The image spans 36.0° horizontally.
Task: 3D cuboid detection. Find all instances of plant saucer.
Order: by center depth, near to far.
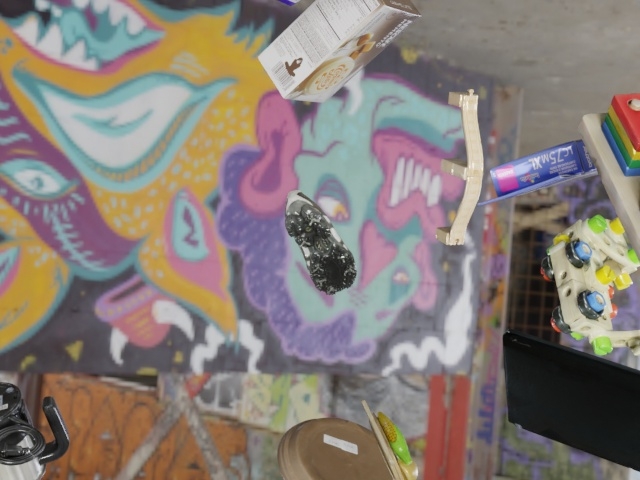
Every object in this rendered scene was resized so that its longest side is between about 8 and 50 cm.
[{"bbox_3d":[0.054,0.422,1.806,0.278,0.041,0.278,21,-152,-12],"label":"plant saucer"}]

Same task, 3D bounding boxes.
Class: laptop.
[{"bbox_3d":[0.331,0.165,1.034,0.234,0.136,0.264,18,-165,29],"label":"laptop"}]

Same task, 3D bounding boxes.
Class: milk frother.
[{"bbox_3d":[-0.411,0.284,1.312,0.129,0.134,0.143,-5,-147,5],"label":"milk frother"}]

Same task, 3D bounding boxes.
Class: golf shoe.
[{"bbox_3d":[0.000,0.000,1.540,0.077,0.198,0.094,-22,-139,2],"label":"golf shoe"}]

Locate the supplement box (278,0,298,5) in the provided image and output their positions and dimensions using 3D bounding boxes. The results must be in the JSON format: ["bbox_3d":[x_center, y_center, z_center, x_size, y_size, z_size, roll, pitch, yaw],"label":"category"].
[{"bbox_3d":[0.004,-0.431,1.350,0.220,0.111,0.114,-24,171,25],"label":"supplement box"}]

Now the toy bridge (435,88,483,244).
[{"bbox_3d":[0.168,-0.085,1.161,0.026,0.188,0.063,-2,-164,-21],"label":"toy bridge"}]

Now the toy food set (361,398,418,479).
[{"bbox_3d":[0.116,0.325,1.535,0.039,0.132,0.192,-24,145,-3],"label":"toy food set"}]

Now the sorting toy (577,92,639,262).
[{"bbox_3d":[0.499,-0.093,1.254,0.256,0.257,0.089,-5,142,-11],"label":"sorting toy"}]

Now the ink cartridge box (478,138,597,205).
[{"bbox_3d":[0.412,-0.126,1.578,0.311,0.065,0.186,-17,179,-35],"label":"ink cartridge box"}]

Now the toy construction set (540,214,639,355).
[{"bbox_3d":[0.488,0.089,1.661,0.215,0.151,0.327,22,-147,-30],"label":"toy construction set"}]

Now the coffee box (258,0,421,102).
[{"bbox_3d":[0.032,-0.354,1.708,0.246,0.098,0.141,-39,165,27],"label":"coffee box"}]
